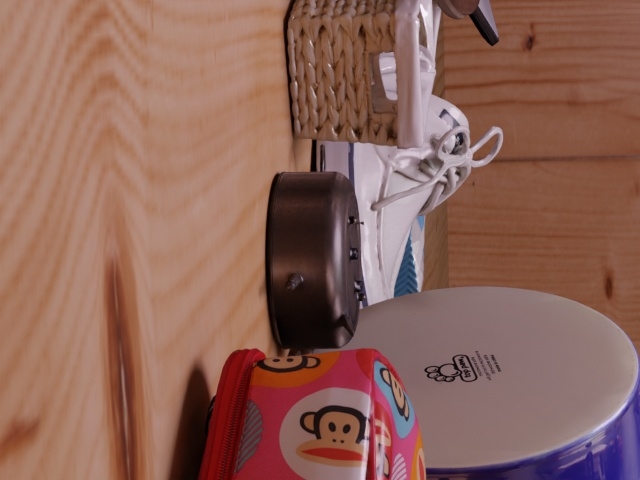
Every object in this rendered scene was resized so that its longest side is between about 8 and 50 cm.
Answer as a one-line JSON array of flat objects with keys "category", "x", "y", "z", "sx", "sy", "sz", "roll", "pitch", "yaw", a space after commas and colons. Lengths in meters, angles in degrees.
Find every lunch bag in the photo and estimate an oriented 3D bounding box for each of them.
[{"category": "lunch bag", "x": -0.005, "y": 0.231, "z": 0.927, "sx": 0.293, "sy": 0.120, "sz": 0.258, "roll": 83, "pitch": 11, "yaw": -45}]

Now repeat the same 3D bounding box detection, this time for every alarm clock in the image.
[{"category": "alarm clock", "x": 0.000, "y": 0.000, "z": 1.223, "sx": 0.129, "sy": 0.064, "sz": 0.192, "roll": 81, "pitch": 8, "yaw": -46}]

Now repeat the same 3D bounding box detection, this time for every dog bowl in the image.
[{"category": "dog bowl", "x": 0.106, "y": 0.138, "z": 1.222, "sx": 0.265, "sy": 0.264, "sz": 0.104, "roll": -75, "pitch": 160, "yaw": -63}]

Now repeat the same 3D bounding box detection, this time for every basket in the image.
[{"category": "basket", "x": 0.035, "y": -0.153, "z": 1.321, "sx": 0.167, "sy": 0.103, "sz": 0.113, "roll": -74, "pitch": 162, "yaw": -62}]

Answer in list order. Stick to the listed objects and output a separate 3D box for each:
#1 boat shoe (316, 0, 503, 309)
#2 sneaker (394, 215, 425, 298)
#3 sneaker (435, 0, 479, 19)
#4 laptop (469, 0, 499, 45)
[{"category": "boat shoe", "x": 0.081, "y": -0.086, "z": 1.456, "sx": 0.136, "sy": 0.156, "sz": 0.367, "roll": 75, "pitch": 16, "yaw": -60}, {"category": "sneaker", "x": 0.065, "y": -0.031, "z": 1.657, "sx": 0.092, "sy": 0.087, "sz": 0.229, "roll": -88, "pitch": -177, "yaw": -80}, {"category": "sneaker", "x": 0.107, "y": -0.264, "z": 1.275, "sx": 0.066, "sy": 0.071, "sz": 0.188, "roll": -44, "pitch": 123, "yaw": -59}, {"category": "laptop", "x": 0.163, "y": -0.458, "z": 1.478, "sx": 0.382, "sy": 0.236, "sz": 0.408, "roll": 40, "pitch": 35, "yaw": -63}]
